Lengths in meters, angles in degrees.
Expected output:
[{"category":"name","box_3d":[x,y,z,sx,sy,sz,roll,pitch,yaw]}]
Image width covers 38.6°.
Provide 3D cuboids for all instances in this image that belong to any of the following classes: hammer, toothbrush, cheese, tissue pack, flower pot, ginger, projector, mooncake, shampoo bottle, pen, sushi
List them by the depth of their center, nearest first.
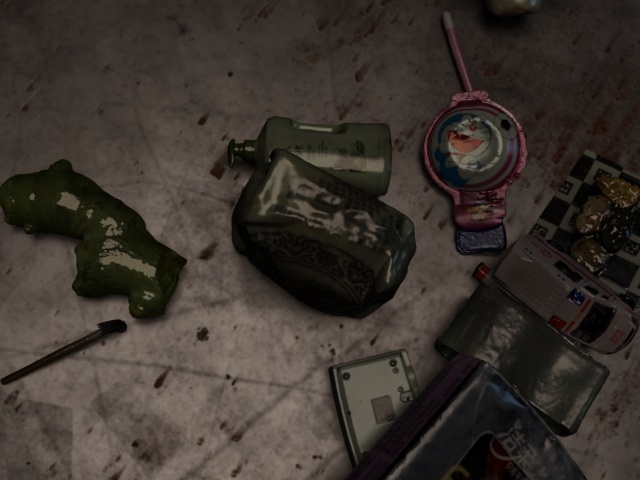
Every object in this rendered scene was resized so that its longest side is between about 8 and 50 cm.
[{"category":"tissue pack","box_3d":[0.156,0.358,1.195,0.361,0.122,0.259,-44,109,-15]},{"category":"mooncake","box_3d":[-0.001,0.005,1.220,0.254,0.250,0.136,26,74,-2]},{"category":"hammer","box_3d":[-0.355,0.153,1.253,0.182,0.062,0.017,-27,81,-5]},{"category":"ginger","box_3d":[-0.317,-0.002,1.272,0.290,0.089,0.137,45,95,0]},{"category":"projector","box_3d":[0.084,0.235,1.277,0.115,0.061,0.147,-12,80,-10]},{"category":"flower pot","box_3d":[0.283,0.170,1.291,0.229,0.103,0.108,37,76,3]},{"category":"shampoo bottle","box_3d":[-0.018,-0.125,1.326,0.234,0.087,0.118,4,57,-5]},{"category":"pen","box_3d":[0.316,0.109,1.349,0.218,0.026,0.026,39,77,2]},{"category":"sushi","box_3d":[0.429,-0.022,1.351,0.192,0.050,0.215,33,76,17]},{"category":"cheese","box_3d":[0.232,-0.102,1.359,0.155,0.062,0.244,-4,90,9]},{"category":"toothbrush","box_3d":[0.233,-0.224,1.413,0.025,0.020,0.286,-16,80,-3]}]

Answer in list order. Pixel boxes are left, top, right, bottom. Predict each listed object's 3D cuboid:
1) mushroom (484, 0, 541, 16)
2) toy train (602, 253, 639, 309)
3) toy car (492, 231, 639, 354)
[{"category":"mushroom","box_3d":[0.310,-0.456,1.384,0.244,0.243,0.243,1,78,-6]},{"category":"toy train","box_3d":[0.440,0.092,1.359,0.071,0.038,0.148,40,77,6]},{"category":"toy car","box_3d":[0.345,0.079,1.286,0.210,0.108,0.089,41,112,20]}]
